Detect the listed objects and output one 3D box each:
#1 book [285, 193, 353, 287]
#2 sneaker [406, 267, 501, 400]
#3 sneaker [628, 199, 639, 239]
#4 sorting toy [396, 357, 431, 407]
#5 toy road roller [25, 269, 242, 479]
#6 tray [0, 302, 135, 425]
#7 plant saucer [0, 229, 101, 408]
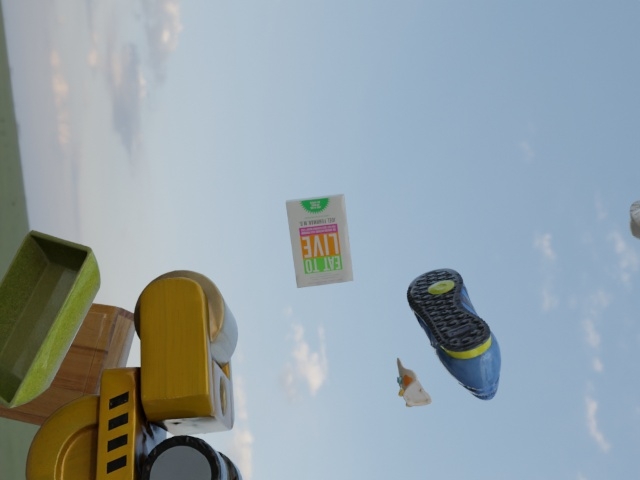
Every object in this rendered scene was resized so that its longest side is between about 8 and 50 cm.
[{"bbox_3d":[0.000,0.000,1.381,0.035,0.096,0.144,-82,165,-76],"label":"book"},{"bbox_3d":[0.147,0.101,0.936,0.209,0.069,0.082,-108,176,-66],"label":"sneaker"},{"bbox_3d":[0.488,0.002,1.166,0.090,0.232,0.115,11,-81,40],"label":"sneaker"},{"bbox_3d":[0.154,0.246,1.491,0.083,0.045,0.075,57,9,-44],"label":"sorting toy"},{"bbox_3d":[-0.230,0.215,1.067,0.202,0.241,0.329,83,4,-70],"label":"toy road roller"},{"bbox_3d":[-0.513,0.188,1.392,0.076,0.411,0.202,42,56,-61],"label":"tray"},{"bbox_3d":[-0.327,0.089,0.971,0.188,0.045,0.188,11,-108,50],"label":"plant saucer"}]
